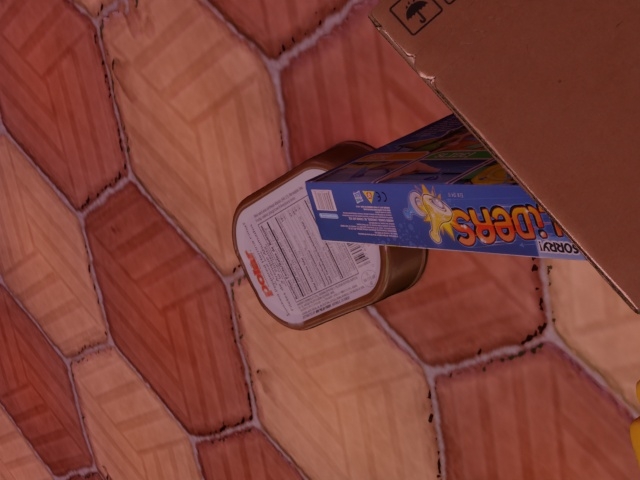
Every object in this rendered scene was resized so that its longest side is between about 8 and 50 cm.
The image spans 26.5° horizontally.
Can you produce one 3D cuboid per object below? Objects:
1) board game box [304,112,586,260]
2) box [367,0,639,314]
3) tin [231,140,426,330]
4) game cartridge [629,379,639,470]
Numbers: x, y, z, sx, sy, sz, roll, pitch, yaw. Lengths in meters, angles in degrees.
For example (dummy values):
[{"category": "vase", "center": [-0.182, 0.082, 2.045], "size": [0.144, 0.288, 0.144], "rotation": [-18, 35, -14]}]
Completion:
[{"category": "board game box", "center": [0.105, -0.035, 0.643], "size": [0.201, 0.136, 0.035], "rotation": [5, 116, 54]}, {"category": "box", "center": [0.144, -0.095, 0.518], "size": [0.164, 0.201, 0.021], "rotation": [51, -176, 19]}, {"category": "tin", "center": [0.000, 0.000, 0.910], "size": [0.189, 0.040, 0.106], "rotation": [-28, 84, 58]}, {"category": "game cartridge", "center": [0.298, 0.190, 0.607], "size": [0.323, 0.052, 0.285], "rotation": [-6, 106, 55]}]
